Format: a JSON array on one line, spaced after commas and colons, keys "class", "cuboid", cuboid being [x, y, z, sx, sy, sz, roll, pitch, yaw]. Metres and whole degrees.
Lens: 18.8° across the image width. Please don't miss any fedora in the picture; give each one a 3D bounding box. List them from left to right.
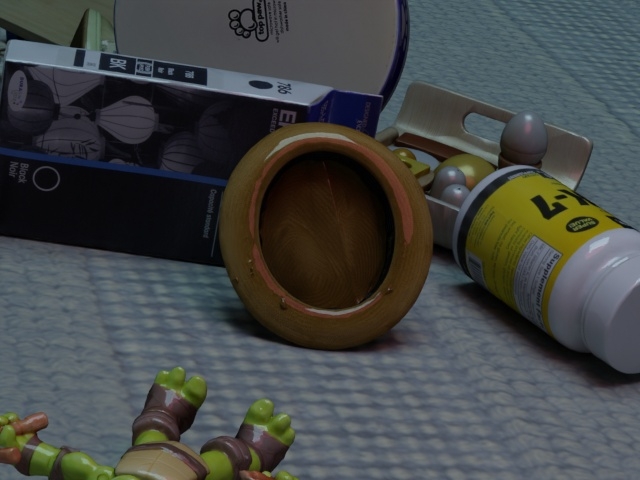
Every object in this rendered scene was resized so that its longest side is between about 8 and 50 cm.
[{"class": "fedora", "cuboid": [0.000, 0.000, 1.621, 0.194, 0.194, 0.079, 7, -14, -9]}]

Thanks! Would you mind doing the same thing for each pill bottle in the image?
[{"class": "pill bottle", "cuboid": [0.219, 0.025, 1.677, 0.119, 0.119, 0.208, -5, 28, -35]}]

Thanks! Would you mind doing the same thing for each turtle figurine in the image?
[{"class": "turtle figurine", "cuboid": [-0.089, 0.157, 1.259, 0.269, 0.087, 0.217, 8, 13, 15]}]

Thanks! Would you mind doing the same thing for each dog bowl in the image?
[{"class": "dog bowl", "cuboid": [-0.053, -0.197, 1.766, 0.265, 0.265, 0.104, 13, 4, 5]}]

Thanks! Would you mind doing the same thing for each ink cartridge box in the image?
[{"class": "ink cartridge box", "cuboid": [-0.118, -0.068, 1.680, 0.333, 0.165, 0.065, 7, 23, -8]}]

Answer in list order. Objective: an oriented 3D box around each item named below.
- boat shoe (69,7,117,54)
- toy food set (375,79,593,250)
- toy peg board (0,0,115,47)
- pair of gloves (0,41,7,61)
[{"class": "boat shoe", "cuboid": [-0.204, -0.132, 1.894, 0.089, 0.104, 0.285, 13, 32, -19]}, {"class": "toy food set", "cuboid": [0.118, -0.087, 1.929, 0.220, 0.092, 0.306, 21, 24, 23]}, {"class": "toy peg board", "cuboid": [-0.263, -0.229, 2.140, 0.161, 0.079, 0.160, 26, 42, 33]}, {"class": "pair of gloves", "cuboid": [-0.443, -0.189, 1.972, 0.204, 0.042, 0.240, 11, 15, 16]}]
